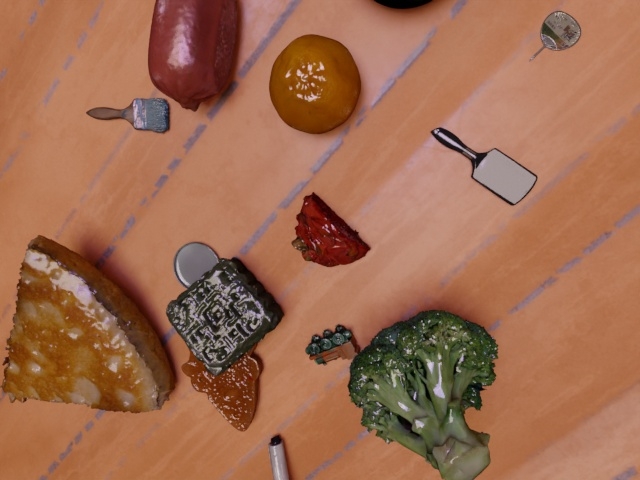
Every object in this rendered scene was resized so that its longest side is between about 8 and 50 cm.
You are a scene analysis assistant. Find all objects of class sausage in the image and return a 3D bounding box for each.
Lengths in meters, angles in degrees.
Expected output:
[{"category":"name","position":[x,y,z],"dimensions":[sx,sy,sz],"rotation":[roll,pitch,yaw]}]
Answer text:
[{"category":"sausage","position":[-0.223,-0.360,0.711],"dimensions":[0.148,0.148,0.254],"rotation":[16,102,11]}]

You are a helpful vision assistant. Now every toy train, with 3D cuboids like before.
[{"category":"toy train","position":[0.022,0.211,0.800],"dimensions":[0.103,0.044,0.064],"rotation":[-25,103,16]}]

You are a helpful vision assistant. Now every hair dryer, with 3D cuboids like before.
[{"category":"hair dryer","position":[-0.077,0.534,0.846],"dimensions":[0.073,0.131,0.236],"rotation":[-9,83,18]}]

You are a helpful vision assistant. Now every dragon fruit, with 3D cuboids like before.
[{"category":"dragon fruit","position":[0.000,0.000,0.750],"dimensions":[0.162,0.083,0.106],"rotation":[44,109,1]}]

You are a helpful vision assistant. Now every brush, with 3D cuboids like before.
[{"category":"brush","position":[-0.400,-0.259,0.835],"dimensions":[0.197,0.021,0.070],"rotation":[6,102,15]},{"category":"brush","position":[0.271,-0.136,0.691],"dimensions":[0.193,0.016,0.062],"rotation":[37,105,5]}]

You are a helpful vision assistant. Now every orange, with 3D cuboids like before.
[{"category":"orange","position":[-0.013,-0.259,0.678],"dimensions":[0.159,0.136,0.158],"rotation":[3,103,13]}]

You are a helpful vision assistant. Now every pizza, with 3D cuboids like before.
[{"category":"pizza","position":[-0.562,0.231,0.903],"dimensions":[0.406,0.130,0.439],"rotation":[-28,102,17]}]

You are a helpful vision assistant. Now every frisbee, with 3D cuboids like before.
[{"category":"frisbee","position":[-0.260,0.057,0.855],"dimensions":[0.110,0.014,0.110],"rotation":[2,99,13]}]

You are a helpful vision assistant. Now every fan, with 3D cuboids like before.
[{"category":"fan","position":[0.375,-0.318,0.641],"dimensions":[0.060,0.003,0.080],"rotation":[19,103,11]}]

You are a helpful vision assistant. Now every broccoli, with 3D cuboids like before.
[{"category":"broccoli","position":[0.170,0.240,0.653],"dimensions":[0.270,0.270,0.269],"rotation":[-4,118,-8]}]

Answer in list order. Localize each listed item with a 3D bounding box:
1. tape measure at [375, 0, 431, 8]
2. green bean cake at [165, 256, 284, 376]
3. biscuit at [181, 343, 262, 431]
[{"category":"tape measure","position":[0.140,-0.469,0.610],"dimensions":[0.223,0.135,0.202],"rotation":[-30,101,19]},{"category":"green bean cake","position":[-0.187,0.145,0.787],"dimensions":[0.181,0.094,0.173],"rotation":[-39,86,1]},{"category":"biscuit","position":[-0.201,0.269,0.860],"dimensions":[0.183,0.043,0.280],"rotation":[-19,96,12]}]
